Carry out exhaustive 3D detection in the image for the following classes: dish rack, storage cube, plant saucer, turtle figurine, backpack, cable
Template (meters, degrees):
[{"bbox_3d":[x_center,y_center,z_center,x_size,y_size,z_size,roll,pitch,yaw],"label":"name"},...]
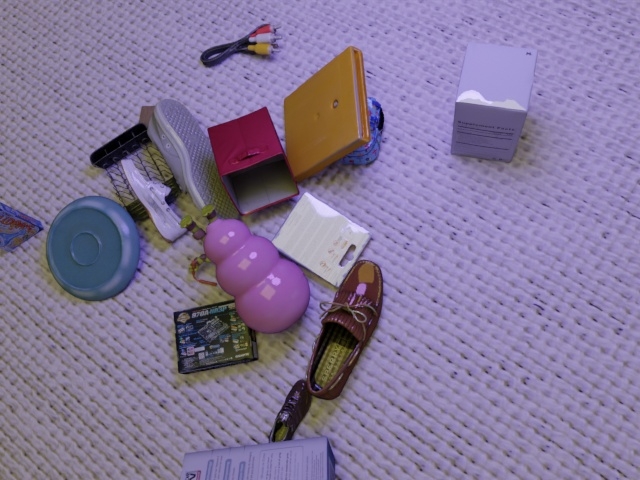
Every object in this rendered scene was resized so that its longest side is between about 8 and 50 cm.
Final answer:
[{"bbox_3d":[-0.565,-0.204,1.754,0.208,0.074,0.272,-33,73,1],"label":"dish rack"},{"bbox_3d":[-0.187,-0.219,1.584,0.183,0.215,0.193,-21,57,1],"label":"storage cube"},{"bbox_3d":[-0.689,0.024,1.683,0.317,0.043,0.318,0,90,12],"label":"plant saucer"},{"bbox_3d":[-0.278,0.004,1.591,0.269,0.217,0.087,-19,32,19],"label":"turtle figurine"},{"bbox_3d":[0.101,-0.314,1.641,0.158,0.117,0.173,5,77,13],"label":"backpack"},{"bbox_3d":[-0.256,-0.644,1.831,0.287,0.072,0.140,-2,68,10],"label":"cable"}]

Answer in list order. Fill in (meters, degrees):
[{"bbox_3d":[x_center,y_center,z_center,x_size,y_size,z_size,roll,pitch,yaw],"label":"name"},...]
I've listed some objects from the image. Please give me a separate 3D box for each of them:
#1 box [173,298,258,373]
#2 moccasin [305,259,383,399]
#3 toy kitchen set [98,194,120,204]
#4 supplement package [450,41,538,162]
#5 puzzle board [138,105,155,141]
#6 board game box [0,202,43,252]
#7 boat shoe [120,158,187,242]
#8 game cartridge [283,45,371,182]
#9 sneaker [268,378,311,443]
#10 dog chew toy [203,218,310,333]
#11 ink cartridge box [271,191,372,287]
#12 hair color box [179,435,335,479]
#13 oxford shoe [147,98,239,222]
[{"bbox_3d":[-0.294,0.266,1.574,0.220,0.051,0.175,-13,71,7],"label":"box"},{"bbox_3d":[0.058,0.223,1.468,0.139,0.147,0.380,26,77,17],"label":"moccasin"},{"bbox_3d":[-0.667,-0.091,1.748,0.068,0.083,0.075,25,76,-26],"label":"toy kitchen set"},{"bbox_3d":[0.449,-0.355,1.492,0.175,0.293,0.178,11,75,14],"label":"supplement package"},{"bbox_3d":[-0.545,-0.378,1.838,0.096,0.011,0.128,3,75,10],"label":"puzzle board"},{"bbox_3d":[-0.963,-0.040,1.715,0.136,0.201,0.035,-35,71,0],"label":"board game box"},{"bbox_3d":[-0.487,-0.131,1.675,0.096,0.098,0.277,-32,102,-8],"label":"boat shoe"},{"bbox_3d":[0.009,-0.345,1.604,0.323,0.052,0.286,-24,64,49],"label":"game cartridge"},{"bbox_3d":[-0.077,0.452,1.466,0.066,0.071,0.189,19,78,16],"label":"sneaker"},{"bbox_3d":[-0.178,0.083,1.480,0.206,0.206,0.332,-40,103,-3],"label":"dog chew toy"},{"bbox_3d":[0.000,0.000,1.606,0.232,0.066,0.189,33,81,4],"label":"ink cartridge box"},{"bbox_3d":[-0.154,0.607,1.373,0.374,0.114,0.185,-9,38,8],"label":"hair color box"},{"bbox_3d":[-0.384,-0.217,1.704,0.130,0.169,0.449,-40,76,36],"label":"oxford shoe"}]
